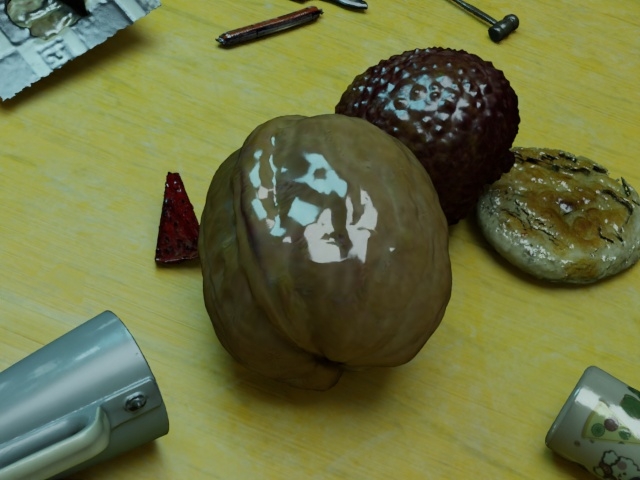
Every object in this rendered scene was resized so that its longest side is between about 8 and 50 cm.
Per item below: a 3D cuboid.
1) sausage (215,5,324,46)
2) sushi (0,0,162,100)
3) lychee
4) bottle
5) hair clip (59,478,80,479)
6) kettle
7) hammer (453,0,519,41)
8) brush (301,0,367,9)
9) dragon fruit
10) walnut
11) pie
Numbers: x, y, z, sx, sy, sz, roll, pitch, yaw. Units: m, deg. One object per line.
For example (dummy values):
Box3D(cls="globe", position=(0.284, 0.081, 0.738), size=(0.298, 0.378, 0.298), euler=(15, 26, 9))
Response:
Box3D(cls="sausage", position=(-0.078, -0.338, 1.966), size=(0.198, 0.025, 0.028), euler=(-22, 26, -27))
Box3D(cls="sushi", position=(-0.467, -0.385, 1.895), size=(0.296, 0.100, 0.373), euler=(-37, 75, -24))
Box3D(cls="lychee", position=(0.143, -0.145, 1.698), size=(0.260, 0.261, 0.261), euler=(5, 50, -6))
Box3D(cls="bottle", position=(0.404, 0.261, 1.495), size=(0.253, 0.120, 0.120), euler=(31, 52, 16))
Box3D(cls="hair clip", position=(-0.293, 0.329, 1.361), size=(0.123, 0.102, 0.138), euler=(21, 17, 5))
Box3D(cls="kettle", position=(-0.297, 0.206, 1.369), size=(0.243, 0.160, 0.210), euler=(-27, 24, -23))
Box3D(cls="hammer", position=(0.201, -0.421, 2.092), size=(0.292, 0.029, 0.058), euler=(36, 51, 21))
Box3D(cls="brush", position=(-0.014, -0.409, 2.042), size=(0.193, 0.016, 0.063), euler=(17, 50, 4))
Box3D(cls="dragon fruit", position=(-0.182, -0.033, 1.666), size=(0.063, 0.097, 0.131), euler=(9, 30, -8))
Box3D(cls="walnut", position=(0.003, 0.001, 1.515), size=(0.306, 0.306, 0.344), euler=(-1, 65, -12))
Box3D(cls="pie", position=(0.341, -0.042, 1.781), size=(0.274, 0.055, 0.274), euler=(9, 46, -9))
